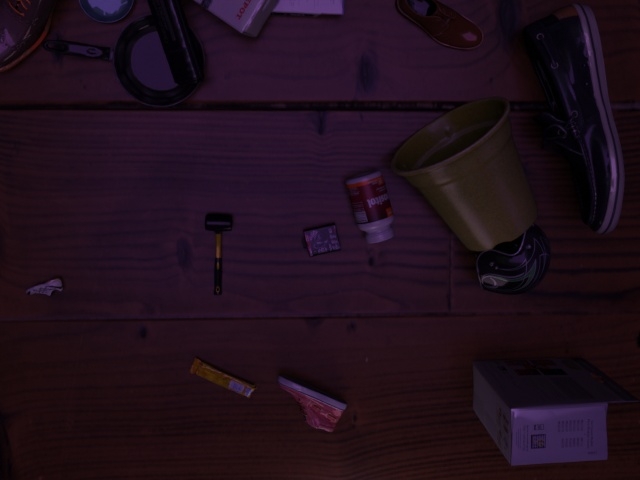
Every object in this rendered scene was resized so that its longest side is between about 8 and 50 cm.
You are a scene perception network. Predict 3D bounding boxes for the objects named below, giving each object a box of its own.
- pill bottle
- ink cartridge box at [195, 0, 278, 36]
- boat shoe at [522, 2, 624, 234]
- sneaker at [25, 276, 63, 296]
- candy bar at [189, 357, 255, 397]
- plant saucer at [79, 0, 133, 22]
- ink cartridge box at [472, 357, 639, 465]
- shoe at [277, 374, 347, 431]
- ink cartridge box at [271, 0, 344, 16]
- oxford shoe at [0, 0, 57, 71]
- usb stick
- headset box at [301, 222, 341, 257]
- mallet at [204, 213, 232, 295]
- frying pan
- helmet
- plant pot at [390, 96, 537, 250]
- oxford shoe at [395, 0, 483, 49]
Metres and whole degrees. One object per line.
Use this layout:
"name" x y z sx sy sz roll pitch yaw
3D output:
"pill bottle" 0.115 -0.075 1.714 0.086 0.086 0.152 -17 100 0
"ink cartridge box" -0.195 -0.558 1.586 0.237 0.100 0.172 36 104 5
"boat shoe" 0.545 -0.255 1.667 0.156 0.187 0.500 -12 94 4
"sneaker" -0.623 0.112 1.732 0.083 0.032 0.036 -19 99 1
"candy bar" -0.227 0.323 1.791 0.162 0.018 0.040 25 100 -7
"plant saucer" -0.459 -0.528 1.648 0.119 0.021 0.119 0 99 -3
"ink cartridge box" 0.504 0.364 1.687 0.272 0.309 0.130 -3 99 -2
"shoe" -0.031 0.381 1.786 0.178 0.063 0.081 26 91 -11
"ink cartridge box" -0.050 -0.589 1.648 0.208 0.045 0.206 3 99 -1
"oxford shoe" -0.612 -0.511 1.586 0.130 0.133 0.363 34 96 -8
"usb stick" -0.309 -0.454 1.579 0.077 0.045 0.278 0 117 35
"headset box" 0.000 0.000 1.746 0.083 0.032 0.062 -13 99 0
"mallet" -0.223 0.031 1.742 0.062 0.039 0.189 -6 104 -4
"frying pan" -0.410 -0.372 1.659 0.326 0.053 0.197 -15 100 0
"helmet" 0.430 0.037 1.709 0.162 0.169 0.169 -9 99 14
"plant pot" 0.332 -0.126 1.647 0.276 0.276 0.254 -33 110 2
"oxford shoe" 0.263 -0.477 1.667 0.212 0.076 0.076 24 95 -8
